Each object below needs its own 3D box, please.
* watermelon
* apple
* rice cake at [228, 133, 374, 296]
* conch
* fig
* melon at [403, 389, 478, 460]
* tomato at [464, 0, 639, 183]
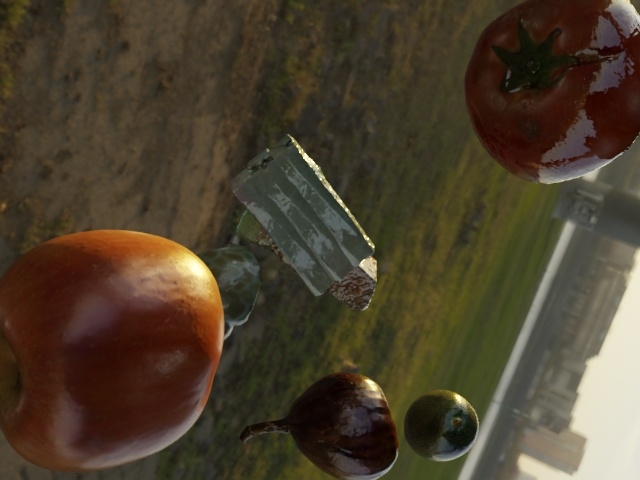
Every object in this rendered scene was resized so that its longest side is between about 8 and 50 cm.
[{"bbox_3d":[0.000,0.000,1.343,0.094,0.241,0.154,-46,179,29],"label":"watermelon"},{"bbox_3d":[-0.215,0.112,0.940,0.241,0.242,0.242,-5,123,-36],"label":"apple"},{"bbox_3d":[-0.025,-0.034,1.238,0.124,0.211,0.038,-38,-162,15],"label":"rice cake"},{"bbox_3d":[-0.155,0.079,1.225,0.173,0.116,0.106,-50,153,18],"label":"conch"},{"bbox_3d":[0.020,0.256,1.297,0.148,0.202,0.149,-36,-155,48],"label":"fig"},{"bbox_3d":[0.194,0.301,1.461,0.114,0.114,0.167,-62,-176,-19],"label":"melon"},{"bbox_3d":[0.240,-0.175,0.966,0.085,0.225,0.225,5,109,-46],"label":"tomato"}]
